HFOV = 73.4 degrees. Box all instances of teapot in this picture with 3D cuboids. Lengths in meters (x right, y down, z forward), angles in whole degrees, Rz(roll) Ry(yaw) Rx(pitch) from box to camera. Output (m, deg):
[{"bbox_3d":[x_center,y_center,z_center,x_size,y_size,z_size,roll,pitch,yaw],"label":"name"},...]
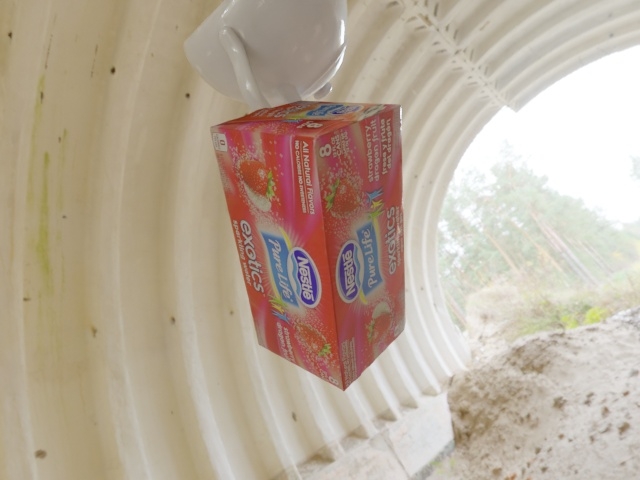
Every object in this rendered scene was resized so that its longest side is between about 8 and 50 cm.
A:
[{"bbox_3d":[-0.052,-0.275,0.607,0.256,0.253,0.187,-49,-62,-8],"label":"teapot"}]

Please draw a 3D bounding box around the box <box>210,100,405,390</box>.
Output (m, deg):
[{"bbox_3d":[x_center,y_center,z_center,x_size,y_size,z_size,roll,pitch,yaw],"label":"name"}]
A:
[{"bbox_3d":[0.000,0.000,0.431,0.123,0.128,0.256,-33,-53,-41],"label":"box"}]
